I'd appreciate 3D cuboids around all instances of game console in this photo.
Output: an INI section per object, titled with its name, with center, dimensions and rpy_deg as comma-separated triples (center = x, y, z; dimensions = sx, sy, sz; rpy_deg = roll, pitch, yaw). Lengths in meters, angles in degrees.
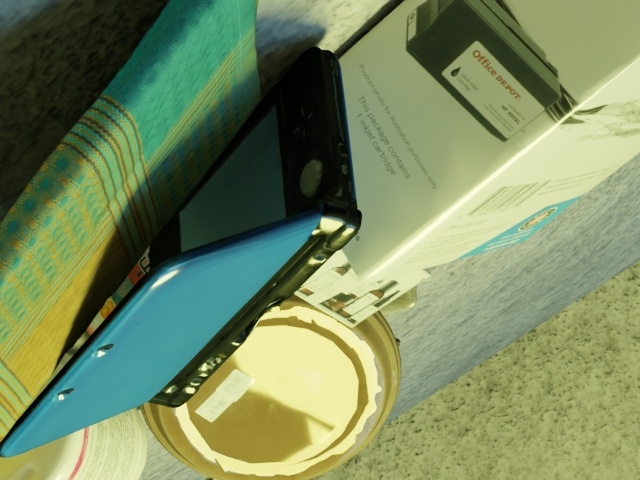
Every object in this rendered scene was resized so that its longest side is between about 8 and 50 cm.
[game console]
center = -0.116, 0.008, 1.306
dimensions = 0.173, 0.250, 0.293
rpy_deg = 15, 141, -29

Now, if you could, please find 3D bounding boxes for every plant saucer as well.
[plant saucer]
center = -0.052, 0.152, 1.796
dimensions = 0.278, 0.278, 0.041
rpy_deg = -36, -151, 15

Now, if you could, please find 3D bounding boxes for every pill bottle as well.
[pill bottle]
center = -0.256, 0.179, 1.580
dimensions = 0.160, 0.160, 0.283
rpy_deg = -32, 166, 2

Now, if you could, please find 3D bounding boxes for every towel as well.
[towel]
center = -0.157, -0.005, 1.112
dimensions = 0.370, 0.040, 0.271
rpy_deg = -54, 172, -15

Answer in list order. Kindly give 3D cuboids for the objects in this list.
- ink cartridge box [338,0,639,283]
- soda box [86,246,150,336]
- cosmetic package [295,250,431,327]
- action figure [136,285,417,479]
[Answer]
[ink cartridge box]
center = 0.198, -0.152, 1.401
dimensions = 0.395, 0.166, 0.285
rpy_deg = -39, 165, 31
[soda box]
center = -0.134, 0.031, 1.545
dimensions = 0.183, 0.058, 0.063
rpy_deg = -19, 162, -45
[cosmetic package]
center = 0.000, 0.000, 1.564
dimensions = 0.099, 0.060, 0.239
rpy_deg = -36, 146, 15
[action figure]
center = -0.069, 0.159, 1.909
dimensions = 0.341, 0.178, 0.330
rpy_deg = -19, 152, -49
